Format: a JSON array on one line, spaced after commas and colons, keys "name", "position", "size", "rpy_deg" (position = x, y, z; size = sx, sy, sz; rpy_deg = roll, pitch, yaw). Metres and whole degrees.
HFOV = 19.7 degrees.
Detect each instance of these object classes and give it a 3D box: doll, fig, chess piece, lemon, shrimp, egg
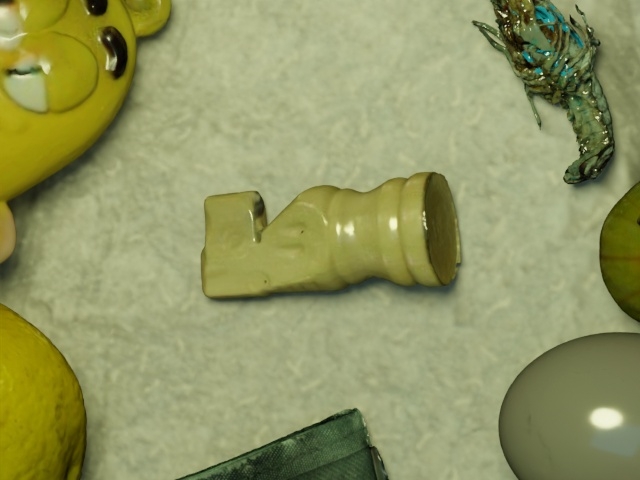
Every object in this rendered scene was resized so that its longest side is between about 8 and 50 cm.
[{"name": "doll", "position": [-0.357, -0.108, 1.395], "size": [0.348, 0.161, 0.423], "rpy_deg": [34, 81, -2]}, {"name": "fig", "position": [0.256, 0.001, 1.306], "size": [0.124, 0.236, 0.124], "rpy_deg": [-1, 83, 11]}, {"name": "chess piece", "position": [0.000, 0.000, 1.426], "size": [0.200, 0.090, 0.090], "rpy_deg": [-6, 92, 19]}, {"name": "lemon", "position": [-0.281, 0.138, 1.409], "size": [0.231, 0.192, 0.192], "rpy_deg": [38, 97, 6]}, {"name": "shrimp", "position": [0.175, -0.129, 1.407], "size": [0.082, 0.076, 0.174], "rpy_deg": [-22, 95, 49]}, {"name": "egg", "position": [0.231, 0.141, 1.360], "size": [0.198, 0.146, 0.146], "rpy_deg": [8, 94, 1]}]

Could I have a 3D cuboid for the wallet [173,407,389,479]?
[{"name": "wallet", "position": [-0.009, 0.320, 1.383], "size": [0.075, 0.237, 0.342], "rpy_deg": [-17, 90, 48]}]
